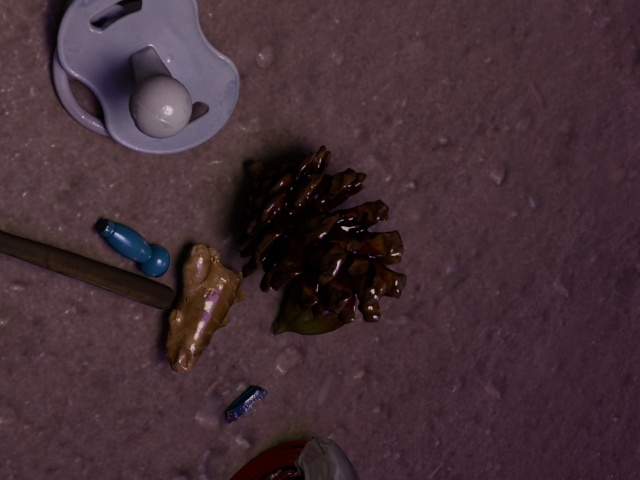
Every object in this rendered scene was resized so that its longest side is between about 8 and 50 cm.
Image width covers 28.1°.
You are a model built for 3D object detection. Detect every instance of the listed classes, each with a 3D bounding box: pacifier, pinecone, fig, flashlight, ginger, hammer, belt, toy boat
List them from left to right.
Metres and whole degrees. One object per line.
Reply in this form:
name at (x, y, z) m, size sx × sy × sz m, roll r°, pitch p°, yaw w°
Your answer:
hammer at (-0.373, 0.030, 1.783) m, size 0.440 × 0.168 × 0.044 m, roll 24°, pitch 100°, yaw -47°
flashlight at (-0.274, 0.010, 1.883) m, size 0.129 × 0.051 × 0.051 m, roll 38°, pitch 88°, yaw -39°
pacifier at (-0.235, -0.209, 1.706) m, size 0.238 × 0.226 × 0.287 m, roll -26°, pitch 124°, yaw 1°
ginger at (-0.180, 0.103, 1.973) m, size 0.115 × 0.081 × 0.205 m, roll -10°, pitch 118°, yaw -65°
toy boat at (-0.122, 0.274, 2.115) m, size 0.083 × 0.038 × 0.038 m, roll -41°, pitch 127°, yaw -7°
belt at (-0.065, 0.475, 2.123) m, size 0.324 × 0.227 × 0.115 m, roll -44°, pitch 130°, yaw -8°
fig at (-0.016, 0.106, 2.078) m, size 0.154 × 0.109 × 0.103 m, roll -27°, pitch 145°, yaw 13°
pinecone at (0.000, 0.000, 1.931) m, size 0.309 × 0.244 × 0.244 m, roll 40°, pitch 86°, yaw -9°
